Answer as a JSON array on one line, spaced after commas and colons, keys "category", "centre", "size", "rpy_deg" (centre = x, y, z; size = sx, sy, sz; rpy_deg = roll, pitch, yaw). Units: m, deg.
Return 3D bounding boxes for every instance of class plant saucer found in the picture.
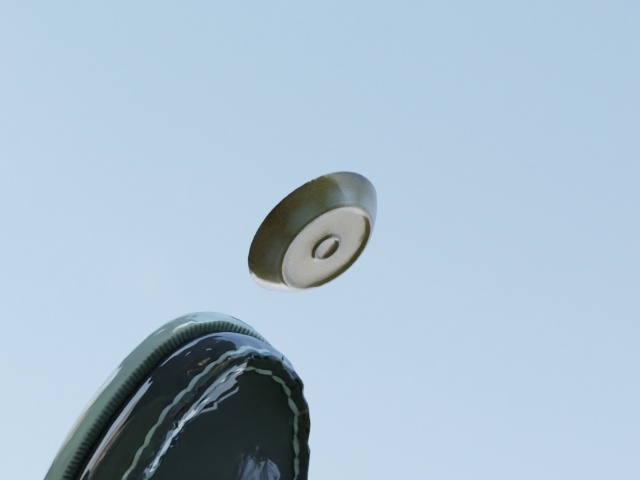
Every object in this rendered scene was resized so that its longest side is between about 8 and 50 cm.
[{"category": "plant saucer", "centre": [0.000, 0.000, 0.864], "size": [0.015, 0.083, 0.083], "rpy_deg": [49, -53, 35]}]

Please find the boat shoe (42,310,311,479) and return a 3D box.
[{"category": "boat shoe", "centre": [-0.046, 0.131, 0.419], "size": [0.069, 0.081, 0.227], "rpy_deg": [9, -101, 60]}]
